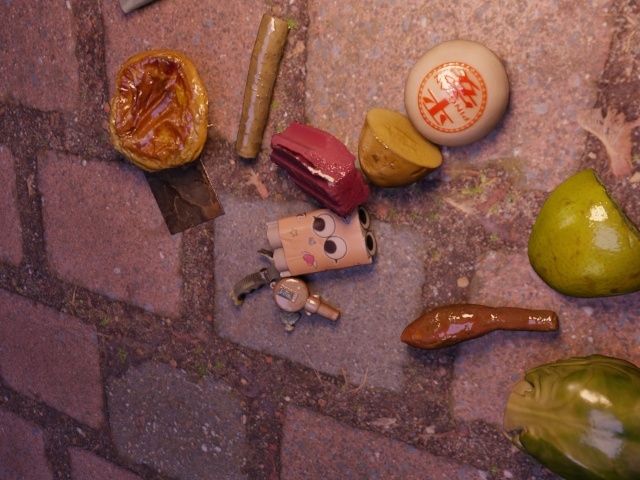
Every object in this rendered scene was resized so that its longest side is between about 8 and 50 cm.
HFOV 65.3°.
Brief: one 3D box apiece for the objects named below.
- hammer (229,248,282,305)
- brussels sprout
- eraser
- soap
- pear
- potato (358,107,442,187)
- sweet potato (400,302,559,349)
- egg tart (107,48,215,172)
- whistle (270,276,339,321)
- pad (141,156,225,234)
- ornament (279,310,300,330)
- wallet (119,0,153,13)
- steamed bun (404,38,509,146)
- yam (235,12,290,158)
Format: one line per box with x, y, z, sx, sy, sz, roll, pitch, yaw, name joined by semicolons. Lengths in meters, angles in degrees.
-0.195;0.126;1.543;0.226;0.041;0.159;-31;91;31;hammer
0.584;0.399;1.108;0.354;0.289;0.281;-6;89;40;brussels sprout
0.000;0.000;1.380;0.290;0.087;0.171;-11;97;29;eraser
-0.022;-0.193;1.269;0.289;0.112;0.182;34;158;40;soap
0.568;0.025;1.091;0.239;0.139;0.288;-38;86;39;pear
0.169;-0.197;1.200;0.203;0.178;0.158;22;135;-8;potato
0.383;0.205;1.253;0.385;0.109;0.109;-15;99;23;sweet potato
-0.440;-0.364;1.440;0.339;0.153;0.351;15;110;19;egg tart
-0.048;0.176;1.452;0.220;0.057;0.107;27;92;-1;whistle
-0.467;-0.217;1.590;0.247;0.007;0.367;-19;97;30;pad
-0.098;0.229;1.530;0.068;0.041;0.092;-21;105;35;ornament
-0.481;-0.812;1.383;0.251;0.054;0.290;-8;97;24;wallet
0.292;-0.321;1.101;0.232;0.145;0.232;8;109;24;steamed bun
-0.164;-0.405;1.339;0.083;0.083;0.371;26;114;17;yam
